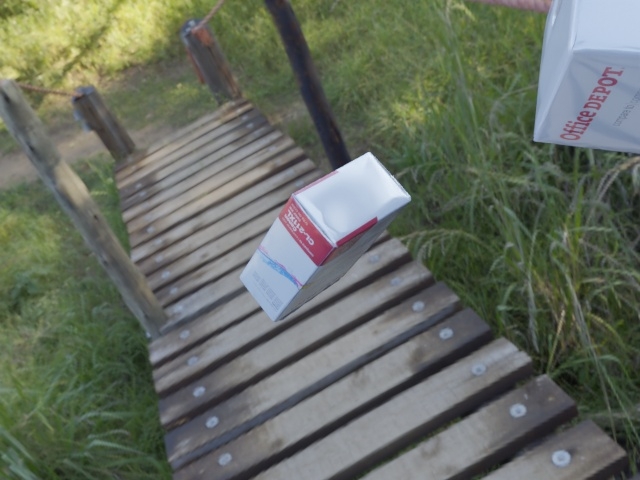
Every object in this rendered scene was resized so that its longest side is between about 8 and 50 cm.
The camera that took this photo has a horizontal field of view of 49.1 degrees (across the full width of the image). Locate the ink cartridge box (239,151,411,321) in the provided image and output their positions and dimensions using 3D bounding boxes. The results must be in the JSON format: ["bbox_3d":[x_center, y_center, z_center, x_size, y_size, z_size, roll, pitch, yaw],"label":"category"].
[{"bbox_3d":[0.000,0.000,0.774,0.127,0.072,0.175,-32,-13,-39],"label":"ink cartridge box"}]

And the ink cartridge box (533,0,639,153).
[{"bbox_3d":[0.347,-0.151,0.569,0.307,0.223,0.129,9,83,11],"label":"ink cartridge box"}]
